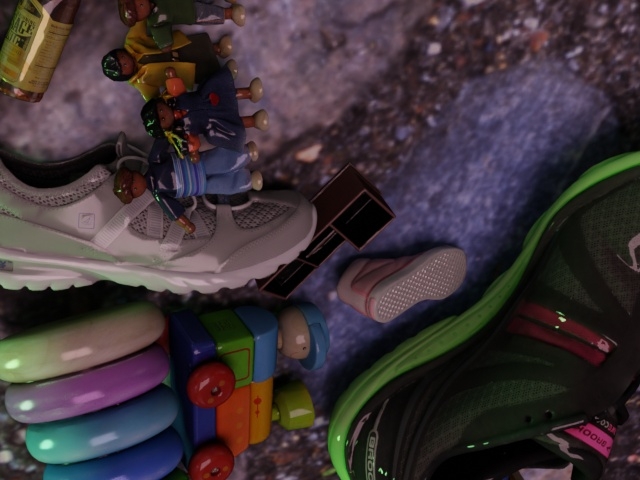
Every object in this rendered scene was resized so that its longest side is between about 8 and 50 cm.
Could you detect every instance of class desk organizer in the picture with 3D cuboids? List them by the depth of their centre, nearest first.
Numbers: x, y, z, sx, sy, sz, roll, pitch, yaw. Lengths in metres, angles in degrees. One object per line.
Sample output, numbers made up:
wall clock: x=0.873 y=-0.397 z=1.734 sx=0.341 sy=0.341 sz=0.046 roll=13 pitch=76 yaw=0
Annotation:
desk organizer: x=0.000 y=0.000 z=0.810 sx=0.130 sy=0.050 sz=0.047 roll=-44 pitch=120 yaw=10

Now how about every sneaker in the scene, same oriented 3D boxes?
sneaker: x=-0.136 y=-0.026 z=0.726 sx=0.282 sy=0.105 sz=0.115 roll=-3 pitch=113 yaw=-18
sneaker: x=0.226 y=0.106 z=0.828 sx=0.483 sy=0.202 sz=0.185 roll=-45 pitch=138 yaw=15
sneaker: x=0.072 y=0.032 z=0.855 sx=0.134 sy=0.070 sz=0.050 roll=-22 pitch=117 yaw=-38

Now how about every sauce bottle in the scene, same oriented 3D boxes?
sauce bottle: x=-0.199 y=-0.163 z=0.671 sx=0.042 sy=0.042 sz=0.128 roll=19 pitch=109 yaw=-24

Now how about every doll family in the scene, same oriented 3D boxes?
doll family: x=-0.107 y=-0.104 z=0.686 sx=0.111 sy=0.076 sz=0.192 roll=-12 pitch=82 yaw=-30

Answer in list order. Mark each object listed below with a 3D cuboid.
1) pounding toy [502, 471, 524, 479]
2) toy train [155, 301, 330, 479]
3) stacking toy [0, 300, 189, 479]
pounding toy: x=0.193 y=0.296 z=0.951 sx=0.206 sy=0.181 sz=0.094 roll=10 pitch=114 yaw=-21
toy train: x=-0.070 y=0.172 z=0.865 sx=0.144 sy=0.105 sz=0.247 roll=-11 pitch=121 yaw=-25
stacking toy: x=-0.160 y=0.223 z=0.760 sx=0.141 sy=0.141 sz=0.330 roll=-14 pitch=93 yaw=-8
